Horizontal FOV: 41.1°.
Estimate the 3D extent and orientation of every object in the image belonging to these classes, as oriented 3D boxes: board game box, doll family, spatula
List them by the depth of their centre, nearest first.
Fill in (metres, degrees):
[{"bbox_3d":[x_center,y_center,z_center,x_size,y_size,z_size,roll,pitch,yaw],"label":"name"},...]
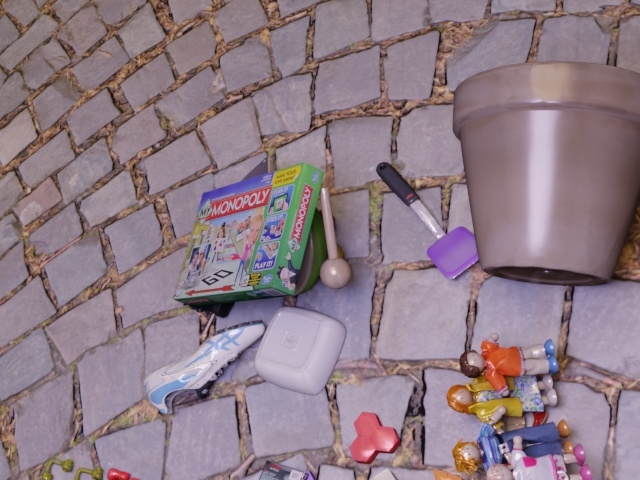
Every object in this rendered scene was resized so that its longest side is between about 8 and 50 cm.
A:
[{"bbox_3d":[0.263,0.265,1.206,0.163,0.118,0.262,-6,55,-3],"label":"doll family"},{"bbox_3d":[-0.129,-0.002,1.442,0.317,0.046,0.213,-11,61,51],"label":"board game box"},{"bbox_3d":[0.178,-0.048,1.485,0.084,0.030,0.296,-36,54,0],"label":"spatula"}]

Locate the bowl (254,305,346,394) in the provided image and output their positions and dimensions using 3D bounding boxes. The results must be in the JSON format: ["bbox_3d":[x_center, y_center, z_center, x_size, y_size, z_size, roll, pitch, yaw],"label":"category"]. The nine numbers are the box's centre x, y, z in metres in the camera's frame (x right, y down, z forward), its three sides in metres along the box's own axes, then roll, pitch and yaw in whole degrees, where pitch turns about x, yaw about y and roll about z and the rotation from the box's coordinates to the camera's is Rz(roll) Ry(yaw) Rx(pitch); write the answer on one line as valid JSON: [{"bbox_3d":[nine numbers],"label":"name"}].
[{"bbox_3d":[-0.042,0.177,1.441,0.142,0.053,0.142,12,67,30],"label":"bowl"}]

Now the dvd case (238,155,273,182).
[{"bbox_3d":[-0.139,-0.027,1.534,0.164,0.018,0.221,-38,40,34],"label":"dvd case"}]

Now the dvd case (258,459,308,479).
[{"bbox_3d":[-0.074,0.410,1.333,0.087,0.013,0.119,4,64,42],"label":"dvd case"}]

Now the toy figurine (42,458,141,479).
[{"bbox_3d":[-0.400,0.436,1.351,0.363,0.217,0.191,9,67,27],"label":"toy figurine"}]

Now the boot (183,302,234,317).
[{"bbox_3d":[-0.193,0.083,1.569,0.099,0.045,0.121,16,68,36],"label":"boot"}]

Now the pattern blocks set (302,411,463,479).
[{"bbox_3d":[0.093,0.437,1.249,0.285,0.026,0.325,-47,55,-7],"label":"pattern blocks set"}]

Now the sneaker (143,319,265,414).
[{"bbox_3d":[-0.192,0.216,1.476,0.237,0.085,0.086,-33,80,0],"label":"sneaker"}]

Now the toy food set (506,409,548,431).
[{"bbox_3d":[0.307,0.294,1.242,0.078,0.019,0.122,2,56,24],"label":"toy food set"}]

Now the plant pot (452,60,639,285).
[{"bbox_3d":[0.348,-0.082,1.290,0.323,0.323,0.280,4,81,26],"label":"plant pot"}]

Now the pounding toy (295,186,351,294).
[{"bbox_3d":[0.000,0.000,1.480,0.237,0.110,0.182,-6,88,61],"label":"pounding toy"}]
